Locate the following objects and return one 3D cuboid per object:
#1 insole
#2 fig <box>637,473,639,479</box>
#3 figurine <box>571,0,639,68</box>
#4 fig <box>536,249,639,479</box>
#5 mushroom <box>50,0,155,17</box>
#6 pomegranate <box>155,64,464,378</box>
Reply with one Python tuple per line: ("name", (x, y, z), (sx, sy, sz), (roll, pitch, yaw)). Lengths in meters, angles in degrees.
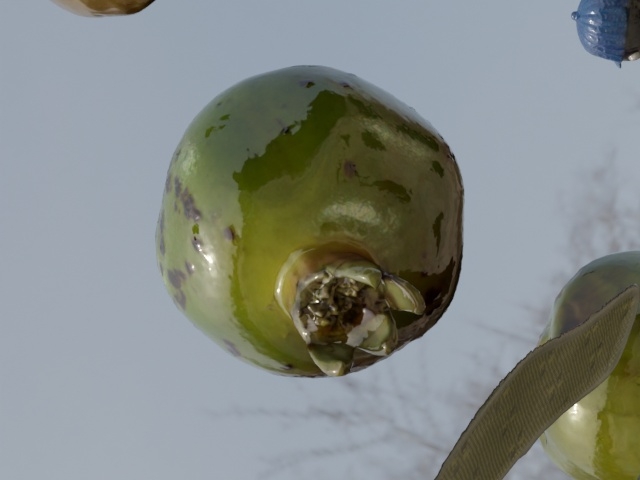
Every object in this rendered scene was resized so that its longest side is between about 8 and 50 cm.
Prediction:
("insole", (0.134, 0.098, 1.143), (0.322, 0.007, 0.109), (-27, -42, -57))
("fig", (0.196, 0.151, 0.778), (0.123, 0.123, 0.156), (-24, -81, -51))
("figurine", (0.278, -0.178, 1.556), (0.079, 0.136, 0.077), (-15, -72, -49))
("fig", (0.335, 0.131, 1.769), (0.239, 0.271, 0.239), (8, -90, -83))
("mushroom", (-0.030, -0.218, 1.046), (0.350, 0.128, 0.128), (-33, -49, -40))
("pomegranate", (0.006, -0.010, 1.137), (0.198, 0.246, 0.198), (1, -92, -23))
